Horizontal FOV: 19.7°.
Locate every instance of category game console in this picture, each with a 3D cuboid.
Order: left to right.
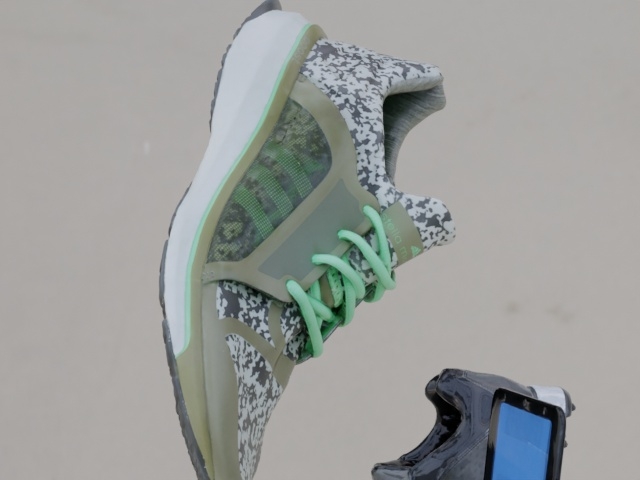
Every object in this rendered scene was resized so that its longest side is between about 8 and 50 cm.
[{"bbox_3d":[0.084,0.140,1.007,0.107,0.071,0.122,-27,6,-9],"label":"game console"}]

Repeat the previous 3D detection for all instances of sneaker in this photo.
[{"bbox_3d":[0.000,0.000,1.301,0.182,0.158,0.410,4,58,12],"label":"sneaker"},{"bbox_3d":[0.069,0.182,1.126,0.106,0.078,0.234,24,78,-13],"label":"sneaker"}]
